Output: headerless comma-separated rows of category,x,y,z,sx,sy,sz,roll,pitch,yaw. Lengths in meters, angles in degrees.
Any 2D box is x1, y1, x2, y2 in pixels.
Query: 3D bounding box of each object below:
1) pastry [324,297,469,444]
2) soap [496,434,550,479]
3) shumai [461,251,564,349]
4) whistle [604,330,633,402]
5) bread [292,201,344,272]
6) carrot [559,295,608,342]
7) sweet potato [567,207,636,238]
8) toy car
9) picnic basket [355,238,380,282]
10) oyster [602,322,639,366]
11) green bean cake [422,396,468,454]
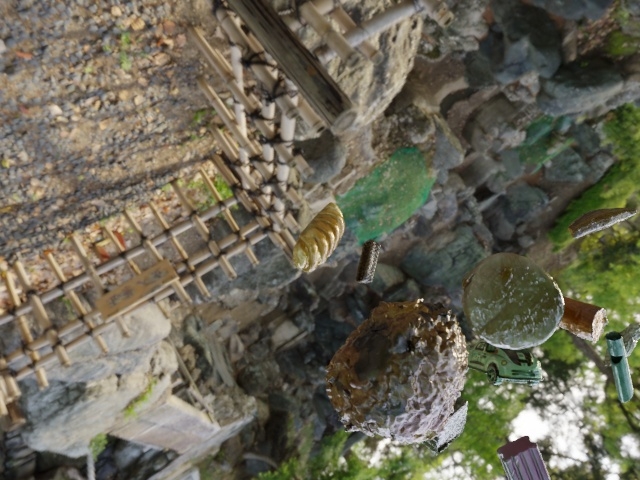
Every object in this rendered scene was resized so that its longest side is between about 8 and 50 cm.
pastry,0.188,0.344,1.278,0.337,0.292,0.406,-8,118,-33
soap,0.660,0.744,1.590,0.122,0.203,0.065,-24,-170,-2
shumai,0.372,0.120,1.000,0.201,0.201,0.120,-33,169,-6
whistle,0.721,0.307,1.192,0.039,0.187,0.039,-19,-162,7
bread,0.000,0.000,1.923,0.311,0.121,0.173,-53,157,-44
carrot,0.484,0.139,1.038,0.072,0.205,0.072,-17,118,-36
sweet potato,0.937,-0.075,1.657,0.243,0.077,0.077,-22,163,-3
toy car,0.515,0.344,1.454,0.136,0.126,0.306,5,177,-12
picnic basket,0.210,0.095,2.168,0.054,0.194,0.110,16,168,-14
oyster,1.008,0.351,1.654,0.177,0.064,0.125,-55,164,5
green bean cake,0.448,0.661,1.810,0.181,0.094,0.173,-25,128,-35
